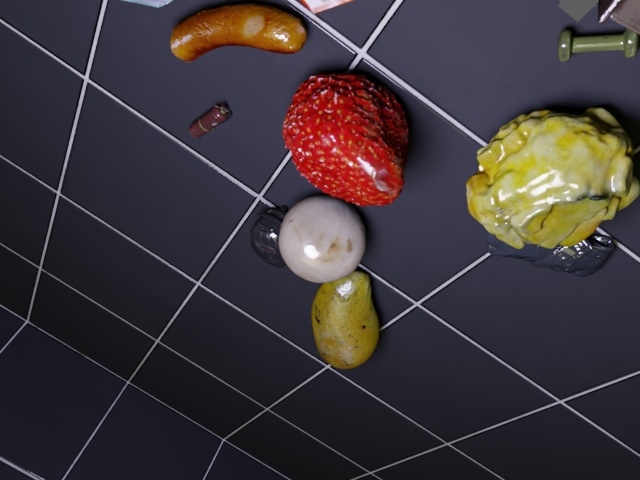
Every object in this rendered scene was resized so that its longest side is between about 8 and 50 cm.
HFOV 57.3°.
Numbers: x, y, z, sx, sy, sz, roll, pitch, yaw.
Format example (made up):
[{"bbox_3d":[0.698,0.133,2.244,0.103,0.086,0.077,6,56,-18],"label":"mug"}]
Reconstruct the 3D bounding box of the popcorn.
[{"bbox_3d":[0.408,-0.106,1.038,0.252,0.215,0.286,47,131,-13],"label":"popcorn"}]

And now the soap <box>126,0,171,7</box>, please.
[{"bbox_3d":[-0.330,-0.507,1.123,0.149,0.056,0.100,15,140,14],"label":"soap"}]

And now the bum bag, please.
[{"bbox_3d":[0.476,0.010,1.231,0.248,0.060,0.123,20,139,5],"label":"bum bag"}]

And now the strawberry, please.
[{"bbox_3d":[0.050,-0.179,1.125,0.261,0.257,0.261,11,143,8],"label":"strawberry"}]

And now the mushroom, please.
[{"bbox_3d":[0.000,0.000,1.389,0.207,0.207,0.215,32,169,-5],"label":"mushroom"}]

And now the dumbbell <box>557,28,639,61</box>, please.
[{"bbox_3d":[0.440,-0.313,0.930,0.118,0.046,0.052,4,139,25],"label":"dumbbell"}]

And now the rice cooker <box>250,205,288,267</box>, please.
[{"bbox_3d":[-0.112,-0.007,1.478,0.112,0.106,0.165,24,137,21],"label":"rice cooker"}]

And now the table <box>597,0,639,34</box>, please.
[{"bbox_3d":[0.524,-0.336,0.712,0.282,0.250,0.196,27,138,-1],"label":"table"}]

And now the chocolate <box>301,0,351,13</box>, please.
[{"bbox_3d":[0.075,-0.456,0.844,0.237,0.235,0.108,-9,141,32],"label":"chocolate"}]

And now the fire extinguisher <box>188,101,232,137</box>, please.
[{"bbox_3d":[-0.247,-0.273,1.331,0.132,0.039,0.056,-22,152,40],"label":"fire extinguisher"}]

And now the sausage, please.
[{"bbox_3d":[-0.170,-0.402,1.132,0.302,0.076,0.103,3,141,26],"label":"sausage"}]

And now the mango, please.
[{"bbox_3d":[0.063,0.216,1.582,0.176,0.175,0.329,-23,133,-12],"label":"mango"}]
